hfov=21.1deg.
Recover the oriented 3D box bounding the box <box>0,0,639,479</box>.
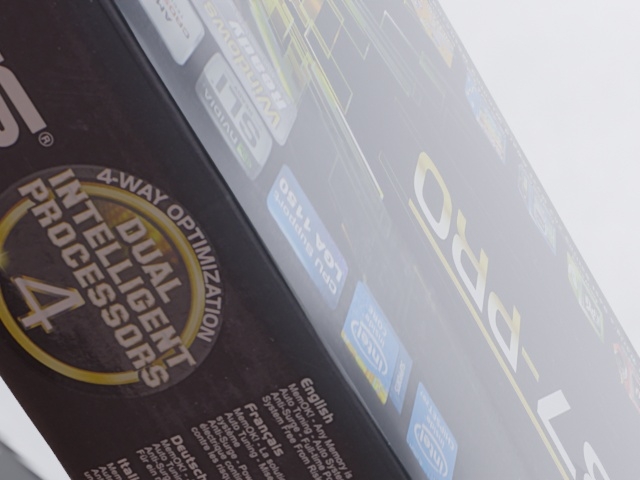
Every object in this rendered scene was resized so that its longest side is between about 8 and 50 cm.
[{"bbox_3d":[0.000,0.000,0.578,0.097,0.318,0.395,-24,-72,20],"label":"box"}]
